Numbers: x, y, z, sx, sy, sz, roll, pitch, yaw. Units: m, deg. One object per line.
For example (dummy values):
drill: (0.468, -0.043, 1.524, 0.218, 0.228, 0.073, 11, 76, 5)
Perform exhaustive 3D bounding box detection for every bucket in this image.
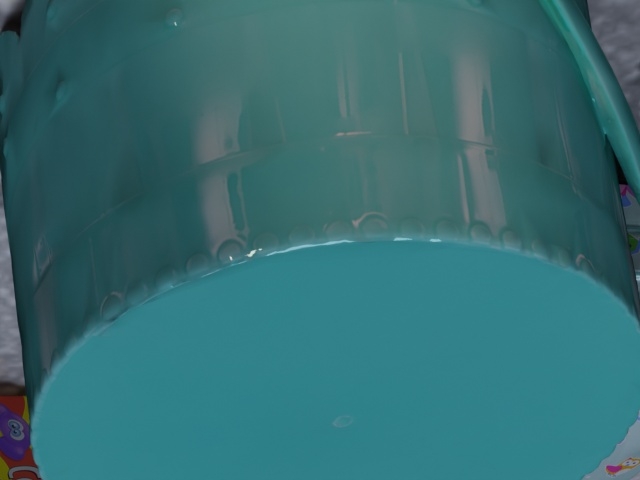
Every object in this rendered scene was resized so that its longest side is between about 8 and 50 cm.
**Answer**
bucket: (0.000, 0.000, 0.788, 0.281, 0.183, 0.281, -5, 144, -4)

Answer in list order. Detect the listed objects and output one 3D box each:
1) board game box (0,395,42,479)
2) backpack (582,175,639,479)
board game box: (-0.262, 0.166, 0.948, 0.275, 0.142, 0.144, 6, 144, -42)
backpack: (0.122, 0.053, 0.941, 0.152, 0.115, 0.182, 17, 139, -31)
